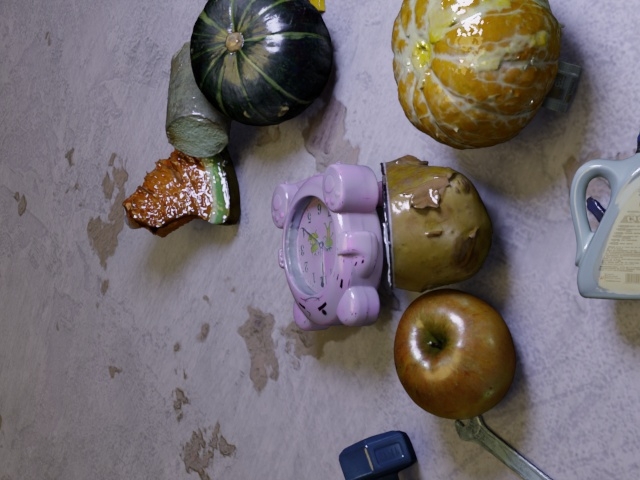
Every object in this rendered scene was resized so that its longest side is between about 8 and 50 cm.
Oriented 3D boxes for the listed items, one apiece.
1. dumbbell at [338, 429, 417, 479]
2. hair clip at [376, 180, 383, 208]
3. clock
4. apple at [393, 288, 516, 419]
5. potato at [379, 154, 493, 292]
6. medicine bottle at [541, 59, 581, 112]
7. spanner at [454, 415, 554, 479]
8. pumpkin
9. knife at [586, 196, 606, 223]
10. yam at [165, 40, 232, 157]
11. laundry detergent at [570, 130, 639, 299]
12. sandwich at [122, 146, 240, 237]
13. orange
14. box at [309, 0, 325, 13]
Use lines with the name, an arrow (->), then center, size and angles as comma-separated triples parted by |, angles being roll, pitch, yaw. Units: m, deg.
dumbbell -> 0.153, 0.537, 1.720 | 0.144, 0.160, 0.325 | -24, 72, 10
hair clip -> 0.095, -0.083, 1.860 | 0.137, 0.022, 0.054 | -22, 78, 43
clock -> 0.017, 0.019, 1.807 | 0.295, 0.113, 0.322 | -14, 79, 57
apple -> 0.244, 0.209, 1.608 | 0.237, 0.207, 0.237 | -13, 67, 31
potato -> 0.209, -0.033, 1.634 | 0.299, 0.196, 0.246 | -91, -2, -66
medicine bottle -> 0.414, -0.265, 1.525 | 0.047, 0.047, 0.083 | 30, 111, 41
spanner -> 0.357, 0.405, 1.604 | 0.302, 0.017, 0.071 | 36, 115, 39
pumpkin -> -0.129, -0.405, 1.916 | 0.323, 0.241, 0.323 | 1, 92, 34
knife -> 0.483, -0.031, 1.477 | 0.121, 0.018, 0.031 | 54, 128, 30
yam -> -0.282, -0.343, 2.089 | 0.161, 0.161, 0.268 | -26, 53, 42
laundry detergent -> 0.499, -0.048, 1.384 | 0.215, 0.105, 0.280 | -1, 91, 29
sandwich -> -0.343, -0.107, 2.186 | 0.301, 0.162, 0.250 | -22, 76, 2
orange -> 0.265, -0.317, 1.515 | 0.329, 0.249, 0.329 | 170, 90, -70
box -> -0.053, -0.538, 2.005 | 0.155, 0.023, 0.087 | -10, 80, 44
